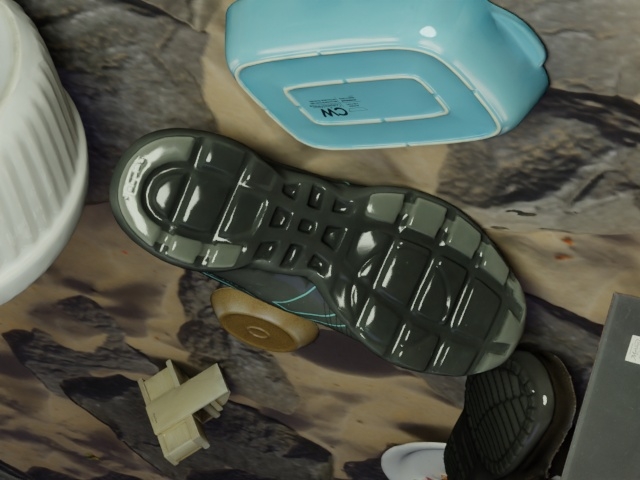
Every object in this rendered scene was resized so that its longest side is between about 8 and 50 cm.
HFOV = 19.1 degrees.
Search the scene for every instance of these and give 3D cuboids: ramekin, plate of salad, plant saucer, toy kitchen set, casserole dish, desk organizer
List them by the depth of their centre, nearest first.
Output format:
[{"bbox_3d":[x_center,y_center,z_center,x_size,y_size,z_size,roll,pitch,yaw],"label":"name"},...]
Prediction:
[{"bbox_3d":[0.028,-0.086,0.980,0.188,0.037,0.114,-1,148,41],"label":"casserole dish"},{"bbox_3d":[-0.235,-0.061,1.044,0.207,0.207,0.109,15,146,13],"label":"ramekin"},{"bbox_3d":[0.183,0.103,1.140,0.047,0.130,0.050,13,157,16],"label":"desk organizer"},{"bbox_3d":[-0.043,0.060,1.366,0.083,0.015,0.083,17,156,8],"label":"plant saucer"},{"bbox_3d":[0.140,0.213,1.506,0.200,0.048,0.200,16,156,8],"label":"plate of salad"},{"bbox_3d":[-0.090,0.139,1.513,0.068,0.083,0.075,-32,138,8],"label":"toy kitchen set"}]

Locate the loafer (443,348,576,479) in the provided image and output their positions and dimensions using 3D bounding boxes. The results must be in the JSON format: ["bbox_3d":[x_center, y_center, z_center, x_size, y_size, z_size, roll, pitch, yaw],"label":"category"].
[{"bbox_3d":[0.142,0.129,1.315,0.078,0.080,0.220,-10,158,-13],"label":"loafer"}]

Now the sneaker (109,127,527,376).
[{"bbox_3d":[0.000,0.000,1.144,0.267,0.101,0.106,25,178,-12],"label":"sneaker"}]
